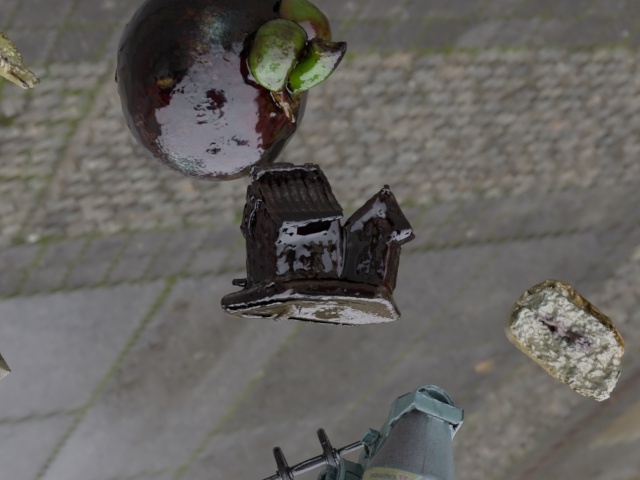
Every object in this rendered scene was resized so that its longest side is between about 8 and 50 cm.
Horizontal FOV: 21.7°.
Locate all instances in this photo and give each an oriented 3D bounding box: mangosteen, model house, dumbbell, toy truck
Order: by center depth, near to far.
[{"bbox_3d":[0.055,0.248,1.365,0.108,0.256,0.140,23,136,-10],"label":"toy truck"},{"bbox_3d":[0.002,0.003,1.837,0.203,0.164,0.141,6,163,-19],"label":"model house"},{"bbox_3d":[-0.014,0.262,1.949,0.147,0.069,0.069,-21,155,0],"label":"dumbbell"},{"bbox_3d":[-0.116,-0.232,2.363,0.359,0.306,0.306,7,163,20],"label":"mangosteen"}]

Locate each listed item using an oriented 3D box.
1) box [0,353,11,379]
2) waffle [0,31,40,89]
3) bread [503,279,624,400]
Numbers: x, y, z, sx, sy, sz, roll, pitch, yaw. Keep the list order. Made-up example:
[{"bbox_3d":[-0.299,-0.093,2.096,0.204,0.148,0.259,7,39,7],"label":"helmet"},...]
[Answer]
[{"bbox_3d":[-0.333,0.109,1.496,0.083,0.079,0.035,-37,160,8],"label":"box"},{"bbox_3d":[-0.342,-0.221,1.675,0.023,0.153,0.097,-43,158,-43],"label":"waffle"},{"bbox_3d":[0.241,0.093,1.631,0.082,0.125,0.106,-52,179,6],"label":"bread"}]
